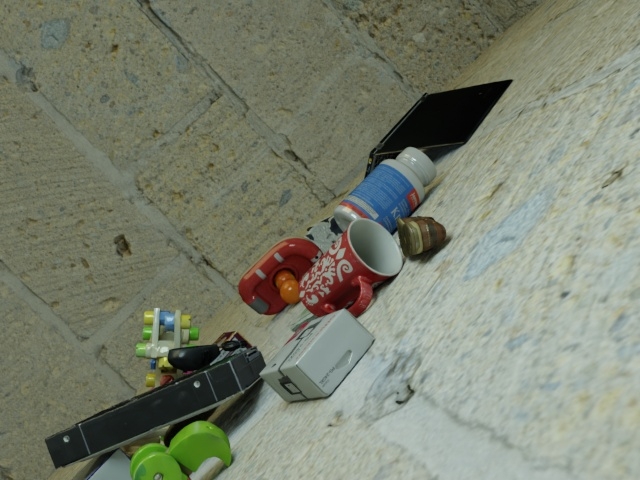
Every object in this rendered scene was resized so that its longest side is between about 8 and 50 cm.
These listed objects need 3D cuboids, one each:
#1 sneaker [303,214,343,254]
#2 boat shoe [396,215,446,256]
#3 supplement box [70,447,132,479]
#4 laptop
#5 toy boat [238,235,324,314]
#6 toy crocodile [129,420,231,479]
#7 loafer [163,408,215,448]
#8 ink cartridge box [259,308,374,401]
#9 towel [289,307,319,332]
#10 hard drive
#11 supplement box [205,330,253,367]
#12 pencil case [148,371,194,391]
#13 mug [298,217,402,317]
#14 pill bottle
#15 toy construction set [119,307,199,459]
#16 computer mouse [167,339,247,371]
[{"bbox_3d":[0.000,0.000,1.929,0.235,0.094,0.153,-48,6,-40],"label":"sneaker"},{"bbox_3d":[0.159,-0.008,1.107,0.060,0.064,0.178,-11,3,-1],"label":"boat shoe"},{"bbox_3d":[-0.364,0.436,1.208,0.114,0.111,0.220,-46,7,-25],"label":"supplement box"},{"bbox_3d":[0.312,-0.249,1.949,0.382,0.236,0.408,-48,-21,-42],"label":"laptop"},{"bbox_3d":[-0.084,0.101,1.708,0.231,0.151,0.151,-44,36,3],"label":"toy boat"},{"bbox_3d":[-0.260,0.390,0.955,0.340,0.105,0.115,-51,8,-18],"label":"toy crocodile"},{"bbox_3d":[-0.263,0.352,1.387,0.148,0.056,0.050,-46,12,-24],"label":"loafer"},{"bbox_3d":[-0.008,0.162,0.961,0.109,0.063,0.150,-47,6,-28],"label":"ink cartridge box"},{"bbox_3d":[0.010,0.120,1.376,0.113,0.023,0.152,-36,8,42],"label":"towel"},{"bbox_3d":[-0.272,0.286,1.213,0.339,0.064,0.237,-24,-4,3],"label":"hard drive"},{"bbox_3d":[-0.206,0.262,1.514,0.104,0.081,0.188,-46,6,-17],"label":"supplement box"},{"bbox_3d":[-0.408,0.407,1.785,0.209,0.098,0.095,-44,6,3],"label":"pencil case"},{"bbox_3d":[0.036,0.063,1.165,0.169,0.113,0.150,-43,3,39],"label":"mug"},{"bbox_3d":[0.142,-0.094,1.466,0.221,0.124,0.124,-46,6,-15],"label":"pill bottle"},{"bbox_3d":[-0.329,0.303,1.439,0.215,0.151,0.328,150,136,-80],"label":"toy construction set"},{"bbox_3d":[-0.199,0.209,1.266,0.071,0.041,0.242,-8,-6,23],"label":"computer mouse"}]
